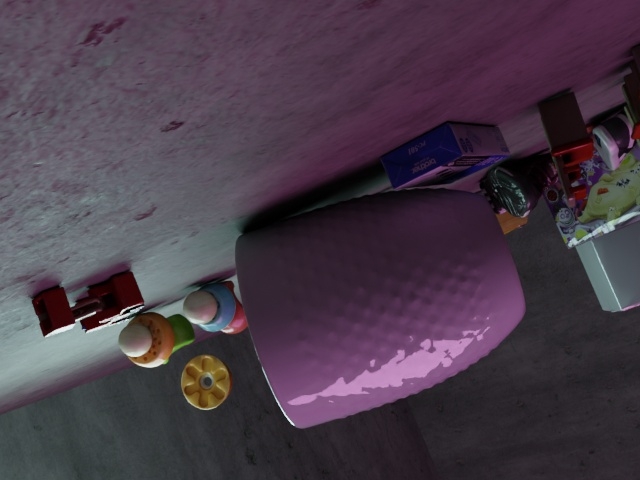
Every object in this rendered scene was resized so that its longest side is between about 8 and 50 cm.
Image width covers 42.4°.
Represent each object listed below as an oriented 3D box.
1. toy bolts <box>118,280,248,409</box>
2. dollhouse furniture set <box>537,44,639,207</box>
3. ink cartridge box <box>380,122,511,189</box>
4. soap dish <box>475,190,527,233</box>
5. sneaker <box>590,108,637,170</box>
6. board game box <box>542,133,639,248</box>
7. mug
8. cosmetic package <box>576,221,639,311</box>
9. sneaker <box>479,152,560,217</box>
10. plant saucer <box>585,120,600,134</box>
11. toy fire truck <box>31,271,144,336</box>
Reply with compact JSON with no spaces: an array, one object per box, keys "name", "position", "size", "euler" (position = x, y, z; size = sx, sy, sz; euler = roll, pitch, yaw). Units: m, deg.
[{"name":"toy bolts","position":[-0.233,0.184,1.498],"size":[0.228,0.218,0.158],"euler":[-43,164,11]},{"name":"dollhouse furniture set","position":[0.429,-0.150,1.077],"size":[0.259,0.135,0.262],"euler":[-19,168,15]},{"name":"ink cartridge box","position":[0.165,-0.107,1.050],"size":[0.097,0.046,0.207],"euler":[-25,174,28]},{"name":"soap dish","position":[0.355,-0.033,2.044],"size":[0.290,0.118,0.229],"euler":[-21,174,-10]},{"name":"sneaker","position":[0.577,-0.200,1.542],"size":[0.121,0.079,0.217],"euler":[-35,169,13]},{"name":"board game box","position":[0.605,-0.134,1.677],"size":[0.056,0.208,0.347],"euler":[-14,169,-39]},{"name":"mug","position":[0.085,0.047,1.142],"size":[0.328,0.276,0.374],"euler":[-18,-151,6]},{"name":"cosmetic package","position":[0.668,-0.036,1.911],"size":[0.156,0.385,0.217],"euler":[-24,174,6]},{"name":"sneaker","position":[0.417,-0.127,1.629],"size":[0.162,0.106,0.281],"euler":[-28,-176,1]},{"name":"plant saucer","position":[0.494,-0.203,1.576],"size":[0.083,0.013,0.083],"euler":[-23,173,-3]},{"name":"toy fire truck","position":[-0.295,0.087,1.033],"size":[0.135,0.047,0.192],"euler":[-19,174,-29]}]
